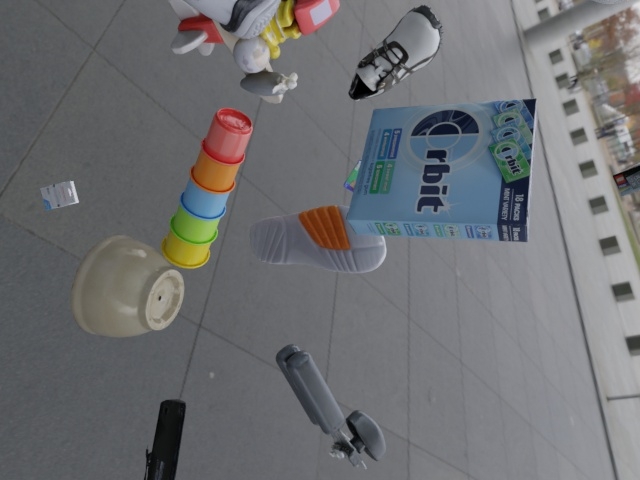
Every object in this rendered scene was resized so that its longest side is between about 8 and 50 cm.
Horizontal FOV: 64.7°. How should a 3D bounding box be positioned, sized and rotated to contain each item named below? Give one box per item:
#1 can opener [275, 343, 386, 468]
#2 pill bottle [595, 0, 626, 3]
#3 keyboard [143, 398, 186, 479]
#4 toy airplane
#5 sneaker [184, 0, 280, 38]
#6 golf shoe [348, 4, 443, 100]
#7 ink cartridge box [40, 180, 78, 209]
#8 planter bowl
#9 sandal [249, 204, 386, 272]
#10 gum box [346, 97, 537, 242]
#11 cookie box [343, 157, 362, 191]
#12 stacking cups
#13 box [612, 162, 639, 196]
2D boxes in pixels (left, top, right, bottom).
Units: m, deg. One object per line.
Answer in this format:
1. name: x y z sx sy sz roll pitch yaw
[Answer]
1. can opener: 0.017 0.287 0.872 0.093 0.074 0.280 -41 115 -23
2. pill bottle: 0.212 -0.270 0.391 0.136 0.136 0.245 18 24 -52
3. keyboard: -0.204 0.310 0.676 0.038 0.100 0.191 18 73 -37
4. toy airplane: -0.193 -0.514 1.231 0.387 0.384 0.272 13 55 -27
5. sneaker: -0.122 -0.467 0.638 0.210 0.137 0.365 3 113 -42
6. golf shoe: 0.110 -0.272 0.775 0.077 0.198 0.094 48 65 -2
7. ink cartridge box: -0.544 -0.097 1.067 0.028 0.084 0.048 -31 110 -68
8. planter bowl: -0.284 0.080 0.787 0.162 0.109 0.161 12 90 -74
9. sandal: -0.002 -0.011 0.803 0.076 0.266 0.101 -20 107 -49
10. gum box: 0.135 -0.078 0.558 0.041 0.185 0.156 52 46 -54
11. cookie box: 0.133 -0.166 1.420 0.107 0.091 0.040 31 20 -4
12. stacking cups: -0.205 -0.087 0.885 0.096 0.316 0.096 16 41 -14
13. box: 0.384 -0.089 0.517 0.137 0.094 0.027 -21 85 -27
